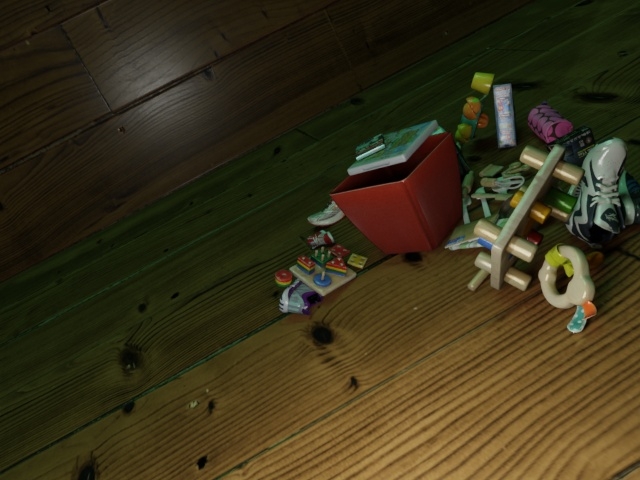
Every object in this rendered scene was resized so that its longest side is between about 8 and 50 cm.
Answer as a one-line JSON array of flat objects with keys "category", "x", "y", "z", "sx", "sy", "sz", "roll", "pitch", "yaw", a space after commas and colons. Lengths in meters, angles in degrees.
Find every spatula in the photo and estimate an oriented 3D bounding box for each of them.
[{"category": "spatula", "x": 0.459, "y": -0.105, "z": 1.852, "sx": 0.168, "sy": 0.019, "sz": 0.242, "roll": -19, "pitch": 23, "yaw": 15}]

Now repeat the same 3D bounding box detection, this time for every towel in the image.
[{"category": "towel", "x": 0.404, "y": -0.012, "z": 1.667, "sx": 0.113, "sy": 0.023, "sz": 0.152, "roll": -41, "pitch": 16, "yaw": -24}]

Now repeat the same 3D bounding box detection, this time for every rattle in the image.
[{"category": "rattle", "x": 0.522, "y": 0.100, "z": 1.297, "sx": 0.130, "sy": 0.143, "sz": 0.199, "roll": -56, "pitch": 28, "yaw": 19}]

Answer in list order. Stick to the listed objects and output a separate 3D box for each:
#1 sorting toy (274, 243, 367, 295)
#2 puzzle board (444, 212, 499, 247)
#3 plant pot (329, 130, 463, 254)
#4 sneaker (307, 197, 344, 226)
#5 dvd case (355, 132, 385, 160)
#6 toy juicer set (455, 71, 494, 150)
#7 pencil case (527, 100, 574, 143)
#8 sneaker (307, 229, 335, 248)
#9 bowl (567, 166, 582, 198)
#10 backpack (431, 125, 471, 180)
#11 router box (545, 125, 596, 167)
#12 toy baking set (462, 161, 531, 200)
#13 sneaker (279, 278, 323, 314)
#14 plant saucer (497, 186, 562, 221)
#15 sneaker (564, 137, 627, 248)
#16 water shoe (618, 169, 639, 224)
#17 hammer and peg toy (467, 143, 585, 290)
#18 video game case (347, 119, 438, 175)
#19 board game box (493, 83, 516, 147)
[{"category": "sorting toy", "x": 0.014, "y": 0.071, "z": 1.801, "sx": 0.132, "sy": 0.046, "sz": 0.274, "roll": 34, "pitch": 44, "yaw": 31}, {"category": "puzzle board", "x": 0.382, "y": -0.022, "z": 1.678, "sx": 0.128, "sy": 0.011, "sz": 0.096, "roll": -21, "pitch": 20, "yaw": 42}, {"category": "plant pot", "x": 0.236, "y": -0.111, "z": 1.814, "sx": 0.267, "sy": 0.236, "sz": 0.267, "roll": -7, "pitch": 30, "yaw": 46}, {"category": "sneaker", "x": 0.053, "y": -0.123, "z": 2.244, "sx": 0.225, "sy": 0.092, "sz": 0.088, "roll": -30, "pitch": 22, "yaw": -6}, {"category": "dvd case", "x": 0.140, "y": -0.265, "z": 1.880, "sx": 0.087, "sy": 0.013, "sz": 0.119, "roll": -25, "pitch": 21, "yaw": 12}, {"category": "toy juicer set", "x": 0.503, "y": -0.375, "z": 2.202, "sx": 0.089, "sy": 0.329, "sz": 0.209, "roll": 18, "pitch": 57, "yaw": 11}, {"category": "pencil case", "x": 0.710, "y": -0.358, "z": 2.050, "sx": 0.098, "sy": 0.095, "sz": 0.209, "roll": -3, "pitch": 27, "yaw": 3}, {"category": "sneaker", "x": 0.000, "y": 0.000, "z": 2.096, "sx": 0.067, "sy": 0.042, "sz": 0.118, "roll": -27, "pitch": 14, "yaw": -13}, {"category": "bowl", "x": 0.633, "y": -0.119, "z": 1.561, "sx": 0.080, "sy": 0.170, "sz": 0.170, "roll": 27, "pitch": 45, "yaw": 15}, {"category": "backpack", "x": 0.360, "y": -0.263, "z": 2.087, "sx": 0.144, "sy": 0.188, "sz": 0.166, "roll": -29, "pitch": 23, "yaw": -7}, {"category": "router box", "x": 0.684, "y": -0.243, "z": 1.809, "sx": 0.122, "sy": 0.092, "sz": 0.038, "roll": -27, "pitch": 22, "yaw": 1}, {"category": "toy baking set", "x": 0.492, "y": -0.173, "z": 1.899, "sx": 0.197, "sy": 0.030, "sz": 0.256, "roll": -12, "pitch": 24, "yaw": 32}, {"category": "sneaker", "x": -0.025, "y": 0.136, "z": 1.812, "sx": 0.098, "sy": 0.083, "sz": 0.223, "roll": 15, "pitch": 36, "yaw": 19}, {"category": "plant saucer", "x": 0.532, "y": -0.081, "z": 1.679, "sx": 0.168, "sy": 0.029, "sz": 0.168, "roll": -27, "pitch": 27, "yaw": 15}, {"category": "sneaker", "x": 0.607, "y": -0.087, "z": 1.414, "sx": 0.094, "sy": 0.235, "sz": 0.153, "roll": 11, "pitch": 32, "yaw": -14}, {"category": "water shoe", "x": 0.708, "y": -0.092, "z": 1.502, "sx": 0.080, "sy": 0.073, "sz": 0.203, "roll": 5, "pitch": 35, "yaw": 15}, {"category": "hammer and peg toy", "x": 0.431, "y": -0.014, "z": 1.412, "sx": 0.127, "sy": 0.361, "sz": 0.266, "roll": 30, "pitch": 77, "yaw": 22}, {"category": "video game case", "x": 0.199, "y": -0.256, "z": 1.832, "sx": 0.193, "sy": 0.023, "sz": 0.212, "roll": -10, "pitch": 27, "yaw": 43}, {"category": "board game box", "x": 0.602, "y": -0.429, "z": 2.171, "sx": 0.060, "sy": 0.194, "sz": 0.194, "roll": -4, "pitch": 29, "yaw": 19}]
